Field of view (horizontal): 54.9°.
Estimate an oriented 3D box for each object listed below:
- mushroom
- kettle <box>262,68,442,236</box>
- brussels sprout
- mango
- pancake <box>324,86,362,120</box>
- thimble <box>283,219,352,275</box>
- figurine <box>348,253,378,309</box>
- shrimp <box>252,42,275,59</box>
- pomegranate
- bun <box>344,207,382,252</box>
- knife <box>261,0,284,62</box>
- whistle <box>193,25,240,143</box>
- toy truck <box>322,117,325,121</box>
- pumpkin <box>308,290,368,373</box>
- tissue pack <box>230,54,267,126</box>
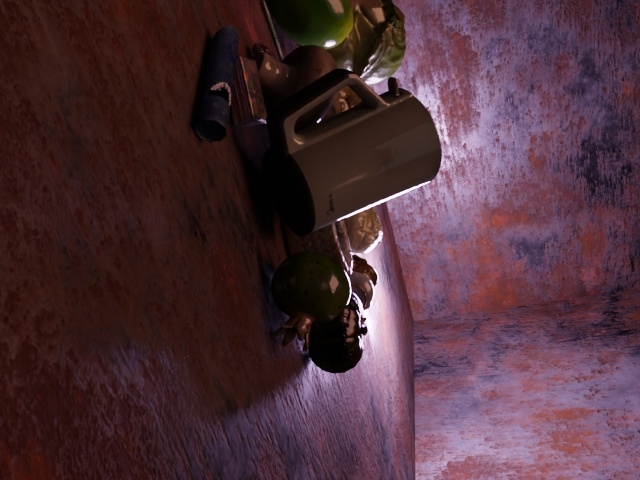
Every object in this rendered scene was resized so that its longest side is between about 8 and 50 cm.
[{"bbox_3d":[-0.082,-0.384,1.520,0.243,0.244,0.243,-10,90,-77],"label":"mushroom"},{"bbox_3d":[0.063,-0.225,1.451,0.250,0.377,0.361,41,-31,43],"label":"kettle"},{"bbox_3d":[0.089,-0.722,2.199,0.425,0.343,0.361,50,-39,24],"label":"brussels sprout"},{"bbox_3d":[-0.053,-0.734,1.858,0.382,0.225,0.201,40,33,-41],"label":"mango"},{"bbox_3d":[0.089,-0.264,1.781,0.387,0.082,0.386,3,90,-67],"label":"pancake"},{"bbox_3d":[-0.002,-0.003,1.645,0.196,0.148,0.229,-37,114,-75],"label":"thimble"},{"bbox_3d":[0.114,0.143,2.053,0.189,0.142,0.263,53,19,-10],"label":"figurine"},{"bbox_3d":[-0.138,-0.460,1.617,0.165,0.057,0.065,35,40,-76],"label":"shrimp"},{"bbox_3d":[-0.032,0.135,1.392,0.181,0.182,0.224,62,43,-53],"label":"pomegranate"},{"bbox_3d":[0.168,-0.056,2.431,0.229,0.145,0.229,-7,90,-77],"label":"bun"},{"bbox_3d":[-0.139,-0.616,1.827,0.030,0.014,0.207,-85,162,-48],"label":"knife"},{"bbox_3d":[-0.203,-0.319,1.223,0.062,0.062,0.304,64,20,-50],"label":"whistle"},{"bbox_3d":[-0.010,-0.258,1.836,0.157,0.124,0.272,-52,141,-31],"label":"toy truck"},{"bbox_3d":[0.045,0.231,1.634,0.238,0.159,0.237,-11,90,-82],"label":"pumpkin"},{"bbox_3d":[-0.168,-0.330,1.374,0.108,0.060,0.148,-41,121,-76],"label":"tissue pack"}]
